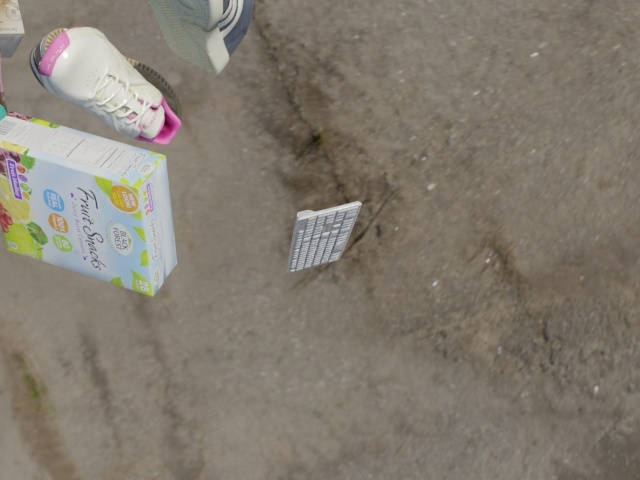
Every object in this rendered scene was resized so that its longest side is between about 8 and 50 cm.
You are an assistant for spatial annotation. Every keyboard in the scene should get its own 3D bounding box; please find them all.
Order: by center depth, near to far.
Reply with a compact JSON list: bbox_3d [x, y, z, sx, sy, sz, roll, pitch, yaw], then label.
[{"bbox_3d":[0.000,0.000,1.200,0.072,0.256,0.014,-9,77,-7],"label":"keyboard"}]

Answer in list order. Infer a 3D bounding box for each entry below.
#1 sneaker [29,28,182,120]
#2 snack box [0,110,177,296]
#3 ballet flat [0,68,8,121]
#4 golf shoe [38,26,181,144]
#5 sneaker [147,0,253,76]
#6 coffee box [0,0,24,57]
[{"bbox_3d":[-0.393,-0.282,1.833,0.153,0.282,0.099,0,63,56],"label":"sneaker"},{"bbox_3d":[-0.278,-0.041,1.181,0.207,0.070,0.174,15,135,14],"label":"snack box"},{"bbox_3d":[-0.502,-0.206,1.478,0.079,0.077,0.221,15,110,41],"label":"ballet flat"},{"bbox_3d":[-0.297,-0.220,1.485,0.140,0.306,0.115,34,92,14],"label":"golf shoe"},{"bbox_3d":[-0.159,-0.364,1.419,0.131,0.350,0.148,31,79,2],"label":"sneaker"},{"bbox_3d":[-0.610,-0.444,1.739,0.098,0.141,0.246,-32,71,56],"label":"coffee box"}]
